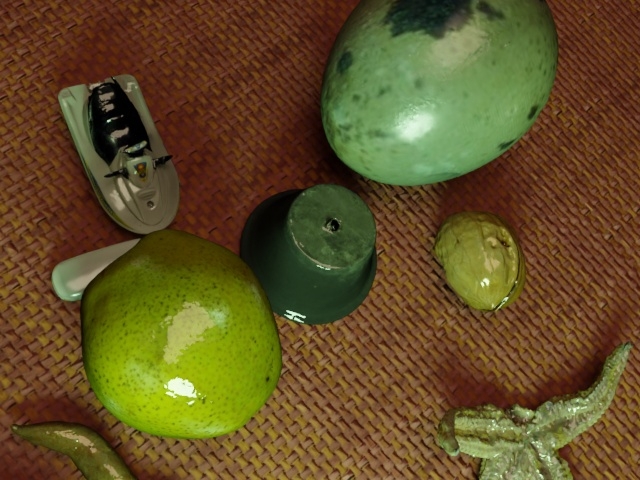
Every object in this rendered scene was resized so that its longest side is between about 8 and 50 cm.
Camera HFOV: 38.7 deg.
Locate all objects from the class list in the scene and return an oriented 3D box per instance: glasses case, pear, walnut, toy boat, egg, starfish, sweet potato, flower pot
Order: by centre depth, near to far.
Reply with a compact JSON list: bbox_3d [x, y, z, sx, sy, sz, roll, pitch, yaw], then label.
[{"bbox_3d":[-0.188,0.138,1.265,0.294,0.294,0.294,5,69,-14],"label":"pear"},{"bbox_3d":[-0.301,0.323,1.280,0.281,0.059,0.067,39,86,2],"label":"sweet potato"},{"bbox_3d":[-0.325,0.043,1.387,0.164,0.041,0.063,-19,75,-21],"label":"glasses case"},{"bbox_3d":[-0.303,-0.145,1.418,0.141,0.141,0.269,-20,63,-22],"label":"toy boat"},{"bbox_3d":[0.336,0.349,1.419,0.398,0.132,0.383,6,71,-28],"label":"starfish"},{"bbox_3d":[0.000,0.000,1.441,0.235,0.148,0.235,6,68,-15],"label":"flower pot"},{"bbox_3d":[0.187,-0.273,1.491,0.428,0.345,0.345,-38,84,-9],"label":"egg"},{"bbox_3d":[0.271,0.033,1.514,0.144,0.144,0.180,-6,63,-18],"label":"walnut"}]
